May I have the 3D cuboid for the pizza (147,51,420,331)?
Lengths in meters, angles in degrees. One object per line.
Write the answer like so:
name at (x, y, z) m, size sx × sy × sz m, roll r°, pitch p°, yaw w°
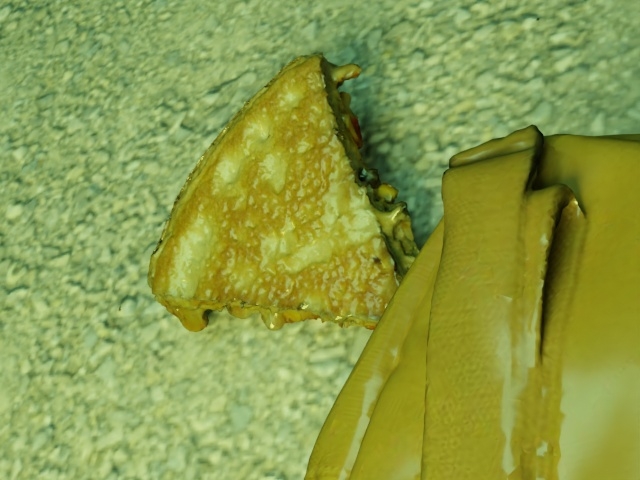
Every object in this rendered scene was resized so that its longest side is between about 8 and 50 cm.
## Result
pizza at (0.000, 0.000, 0.759) m, size 0.188 × 0.062 × 0.199 m, roll -54°, pitch 51°, yaw 6°

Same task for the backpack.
backpack at (0.142, 0.130, 0.464) m, size 0.354 × 0.201 × 0.378 m, roll 18°, pitch 67°, yaw 40°
